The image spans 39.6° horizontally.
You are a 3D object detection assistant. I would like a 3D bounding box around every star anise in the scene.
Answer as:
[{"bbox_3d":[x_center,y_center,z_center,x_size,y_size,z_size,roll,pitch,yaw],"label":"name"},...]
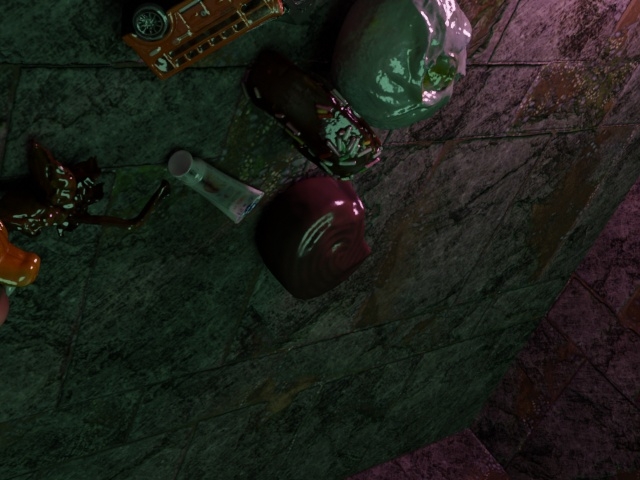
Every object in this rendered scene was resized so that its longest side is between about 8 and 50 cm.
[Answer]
[{"bbox_3d":[-0.459,-0.086,1.692,0.346,0.148,0.237,-4,133,-19],"label":"star anise"}]

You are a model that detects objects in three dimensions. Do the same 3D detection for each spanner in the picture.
[{"bbox_3d":[-0.149,-0.418,1.741,0.325,0.026,0.093,-28,147,-16],"label":"spanner"}]

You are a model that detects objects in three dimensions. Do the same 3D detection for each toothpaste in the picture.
[{"bbox_3d":[-0.228,-0.118,1.986,0.100,0.066,0.323,-49,152,3],"label":"toothpaste"}]

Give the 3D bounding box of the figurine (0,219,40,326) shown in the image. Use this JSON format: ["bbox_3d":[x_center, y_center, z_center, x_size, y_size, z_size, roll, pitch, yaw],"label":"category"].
[{"bbox_3d":[-0.722,0.084,1.527,0.387,0.268,0.401,-45,143,11],"label":"figurine"}]

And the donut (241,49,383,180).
[{"bbox_3d":[0.001,-0.240,1.890,0.136,0.259,0.345,-49,148,0],"label":"donut"}]

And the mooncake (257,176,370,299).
[{"bbox_3d":[0.000,0.000,2.264,0.334,0.174,0.326,-6,131,-41],"label":"mooncake"}]

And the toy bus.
[{"bbox_3d":[-0.174,-0.417,1.506,0.329,0.143,0.153,-28,129,12],"label":"toy bus"}]

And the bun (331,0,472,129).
[{"bbox_3d":[0.187,-0.393,1.910,0.362,0.211,0.362,-39,145,-33],"label":"bun"}]
